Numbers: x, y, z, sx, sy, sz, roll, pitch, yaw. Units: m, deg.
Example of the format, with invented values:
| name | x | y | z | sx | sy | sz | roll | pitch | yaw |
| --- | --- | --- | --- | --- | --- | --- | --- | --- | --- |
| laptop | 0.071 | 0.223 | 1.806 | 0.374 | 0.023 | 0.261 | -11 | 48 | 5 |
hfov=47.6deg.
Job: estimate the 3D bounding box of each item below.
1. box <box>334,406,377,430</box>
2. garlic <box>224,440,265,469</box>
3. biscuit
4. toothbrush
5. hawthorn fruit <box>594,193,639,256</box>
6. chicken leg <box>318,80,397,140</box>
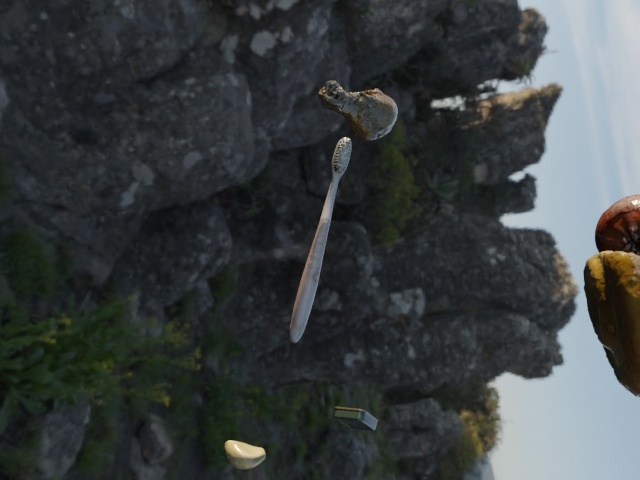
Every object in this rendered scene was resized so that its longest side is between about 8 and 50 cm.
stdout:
| name | x | y | z | sx | sy | sz | roll | pitch | yaw |
| --- | --- | --- | --- | --- | --- | --- | --- | --- | --- |
| box | 0.093 | 0.474 | 1.922 | 0.126 | 0.091 | 0.031 | 51 | 45 | -54 |
| garlic | -0.150 | 0.424 | 1.429 | 0.053 | 0.083 | 0.041 | -95 | -161 | -64 |
| biscuit | 0.425 | 0.111 | 0.995 | 0.274 | 0.091 | 0.213 | 38 | 40 | -75 |
| toothbrush | 0.000 | 0.000 | 1.044 | 0.029 | 0.025 | 0.307 | -155 | -100 | -83 |
| hawthorn fruit | 0.615 | -0.008 | 1.381 | 0.173 | 0.173 | 0.173 | -10 | 90 | -81 |
| chicken leg | 0.063 | -0.219 | 1.213 | 0.198 | 0.085 | 0.069 | 10 | 35 | -53 |
